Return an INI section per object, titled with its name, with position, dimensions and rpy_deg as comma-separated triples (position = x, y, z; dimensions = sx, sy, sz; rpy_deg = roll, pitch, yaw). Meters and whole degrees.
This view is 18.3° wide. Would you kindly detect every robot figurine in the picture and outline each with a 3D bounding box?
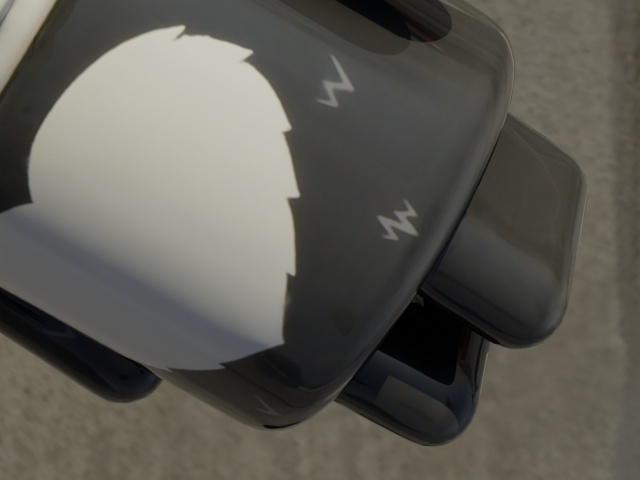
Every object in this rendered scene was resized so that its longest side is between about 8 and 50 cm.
[robot figurine]
position = -0.045, -0.041, 0.688
dimensions = 0.278, 0.173, 0.209
rpy_deg = 31, 88, -9
